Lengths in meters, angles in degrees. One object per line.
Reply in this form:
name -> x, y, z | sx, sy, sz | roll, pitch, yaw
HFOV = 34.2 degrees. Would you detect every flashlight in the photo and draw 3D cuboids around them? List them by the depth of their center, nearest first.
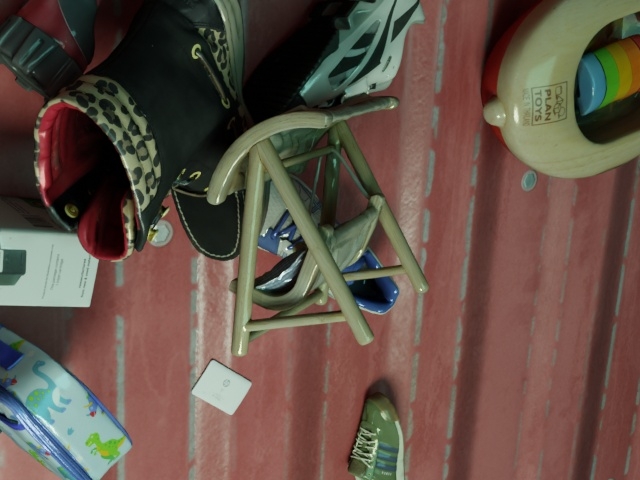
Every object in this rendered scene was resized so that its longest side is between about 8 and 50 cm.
flashlight -> -0.229, -0.289, 1.136 | 0.304, 0.103, 0.103 | -51, 155, -12

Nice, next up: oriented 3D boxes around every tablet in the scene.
tablet -> -0.136, 0.204, 1.439 | 0.083, 0.006, 0.054 | 38, 82, -39

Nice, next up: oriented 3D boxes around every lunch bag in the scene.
lunch bag -> -0.322, 0.174, 1.152 | 0.090, 0.219, 0.176 | -46, 128, -22

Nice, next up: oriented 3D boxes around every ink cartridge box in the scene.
ink cartridge box -> -0.362, 0.007, 1.106 | 0.208, 0.153, 0.087 | 5, 104, -37

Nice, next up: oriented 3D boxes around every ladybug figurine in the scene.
ladybug figurine -> 0.402, -0.258, 1.577 | 0.449, 0.162, 0.305 | -19, 117, -31

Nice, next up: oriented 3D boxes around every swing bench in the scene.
swing bench -> -0.001, -0.028, 1.185 | 0.253, 0.165, 0.255 | -26, 106, -66

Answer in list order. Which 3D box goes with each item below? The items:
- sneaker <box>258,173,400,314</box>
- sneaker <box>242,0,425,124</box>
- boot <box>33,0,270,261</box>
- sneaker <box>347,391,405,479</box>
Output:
sneaker -> 0.000, 0.000, 1.389 | 0.296, 0.131, 0.112 | 35, 86, -38
sneaker -> 0.025, -0.217, 1.334 | 0.330, 0.122, 0.146 | -49, 126, -12
boot -> -0.171, -0.076, 1.128 | 0.284, 0.138, 0.377 | -60, 156, -47
sneaker -> 0.080, 0.334, 1.608 | 0.086, 0.064, 0.192 | -29, 124, -32
